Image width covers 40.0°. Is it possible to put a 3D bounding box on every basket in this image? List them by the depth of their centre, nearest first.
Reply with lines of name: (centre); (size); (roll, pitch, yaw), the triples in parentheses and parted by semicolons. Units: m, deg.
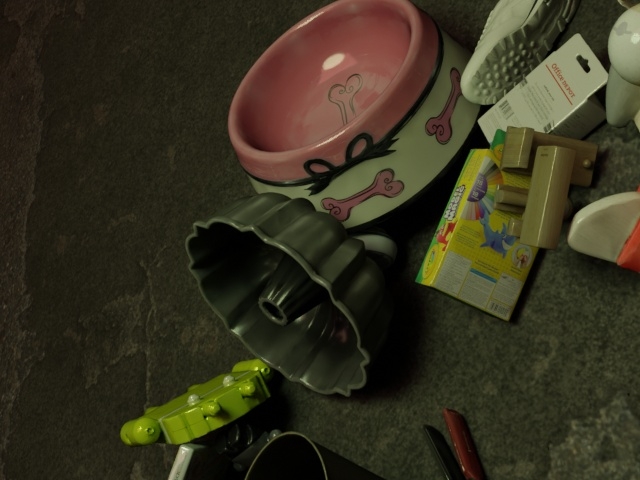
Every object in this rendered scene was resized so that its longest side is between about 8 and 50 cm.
basket: (0.027, 0.358, 1.090); (0.154, 0.227, 0.204); (-7, 66, 43)

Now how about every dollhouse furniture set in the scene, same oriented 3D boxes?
dollhouse furniture set: (0.296, -0.058, 1.052); (0.151, 0.123, 0.144); (-156, 76, -78)

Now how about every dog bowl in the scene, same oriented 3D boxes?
dog bowl: (0.036, -0.209, 1.342); (0.408, 0.150, 0.407); (-23, 43, 24)

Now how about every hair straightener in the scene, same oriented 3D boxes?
hair straightener: (0.175, 0.330, 1.101); (0.089, 0.047, 0.230); (-40, 51, 25)

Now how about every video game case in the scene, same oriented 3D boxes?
video game case: (-0.199, 0.401, 1.319); (0.026, 0.227, 0.206); (19, 85, 14)

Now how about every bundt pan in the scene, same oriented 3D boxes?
bundt pan: (-0.030, 0.064, 1.260); (0.331, 0.330, 0.124); (7, 43, 47)

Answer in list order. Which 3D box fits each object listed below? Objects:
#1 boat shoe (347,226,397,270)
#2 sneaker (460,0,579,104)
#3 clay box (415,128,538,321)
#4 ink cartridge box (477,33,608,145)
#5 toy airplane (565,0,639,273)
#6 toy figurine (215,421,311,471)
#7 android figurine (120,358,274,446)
boat shoe: (0.000, 0.000, 1.388); (0.302, 0.109, 0.094); (-6, 63, 46)
sneaker: (0.270, -0.288, 1.258); (0.235, 0.090, 0.095); (-49, 40, -12)
clay box: (0.226, -0.021, 1.147); (0.222, 0.128, 0.053); (-67, 19, -4)
ink cartridge box: (0.312, -0.177, 1.185); (0.180, 0.060, 0.104); (-42, 46, 27)
toy airplane: (0.392, -0.130, 0.920); (0.384, 0.272, 0.386); (-60, 16, -20)
toy figurine: (-0.069, 0.378, 1.250); (0.213, 0.148, 0.209); (2, 66, 48)
android figurine: (-0.183, 0.253, 1.361); (0.273, 0.248, 0.056); (-24, 91, 62)
